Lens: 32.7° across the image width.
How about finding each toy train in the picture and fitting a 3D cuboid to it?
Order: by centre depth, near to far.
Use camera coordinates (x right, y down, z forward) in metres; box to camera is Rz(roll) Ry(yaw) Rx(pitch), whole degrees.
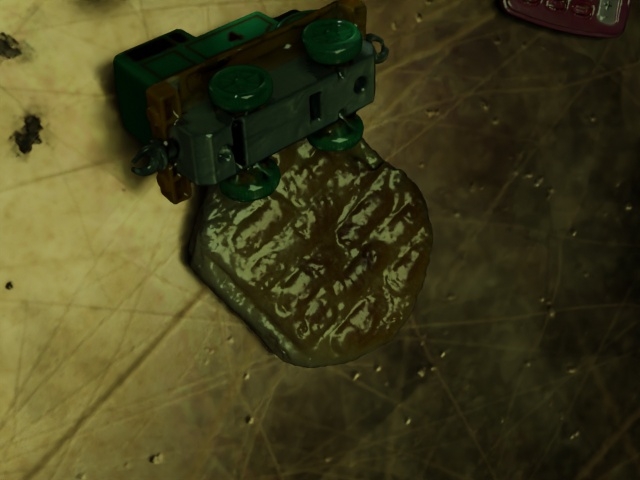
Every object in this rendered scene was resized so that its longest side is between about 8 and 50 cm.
[{"bbox_3d":[-0.052,-0.109,0.776,0.227,0.136,0.091,-33,139,-30],"label":"toy train"}]

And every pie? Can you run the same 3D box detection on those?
[{"bbox_3d":[0.000,0.000,0.845,0.195,0.046,0.195,-2,96,-19],"label":"pie"}]

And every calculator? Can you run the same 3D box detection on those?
[{"bbox_3d":[0.216,-0.270,0.912,0.126,0.034,0.190,9,97,-22],"label":"calculator"}]
